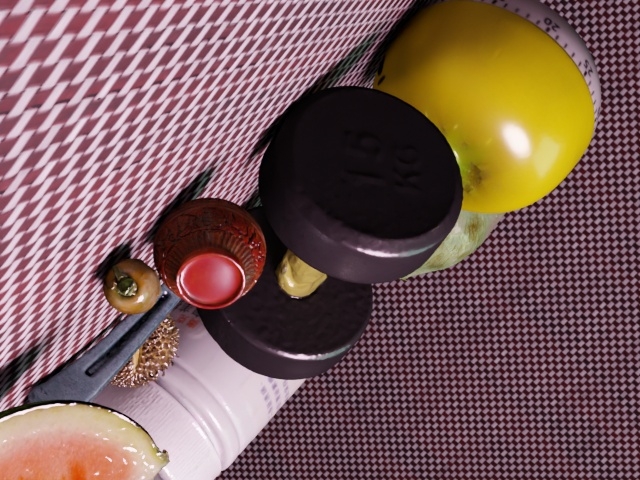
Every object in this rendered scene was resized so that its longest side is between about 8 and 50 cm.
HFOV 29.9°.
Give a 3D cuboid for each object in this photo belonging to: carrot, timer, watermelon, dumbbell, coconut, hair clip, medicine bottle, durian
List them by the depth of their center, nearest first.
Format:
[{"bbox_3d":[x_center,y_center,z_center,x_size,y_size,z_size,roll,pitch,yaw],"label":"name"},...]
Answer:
[{"bbox_3d":[-0.286,0.231,0.953,0.303,0.159,0.128,-50,-153,-24],"label":"watermelon"},{"bbox_3d":[-0.167,0.048,1.076,0.049,0.049,0.254,-48,-179,-10],"label":"carrot"},{"bbox_3d":[-0.208,0.104,1.201,0.275,0.048,0.083,-50,174,-46],"label":"hair clip"},{"bbox_3d":[0.000,0.000,1.290,0.204,0.204,0.322,-46,175,-36],"label":"dumbbell"},{"bbox_3d":[-0.199,0.126,1.314,0.140,0.071,0.110,-45,180,44],"label":"durian"},{"bbox_3d":[0.168,-0.130,1.377,0.285,0.285,0.285,-49,177,-4],"label":"timer"},{"bbox_3d":[-0.133,0.159,1.469,0.332,0.190,0.190,-46,176,-32],"label":"medicine bottle"},{"bbox_3d":[0.188,-0.083,2.180,0.329,0.281,0.328,-14,153,-7],"label":"coconut"}]

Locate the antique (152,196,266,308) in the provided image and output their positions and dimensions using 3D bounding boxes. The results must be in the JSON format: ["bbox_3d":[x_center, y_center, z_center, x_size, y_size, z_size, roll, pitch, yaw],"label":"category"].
[{"bbox_3d":[-0.097,0.009,1.051,0.104,0.104,0.104,-49,177,-4],"label":"antique"}]
